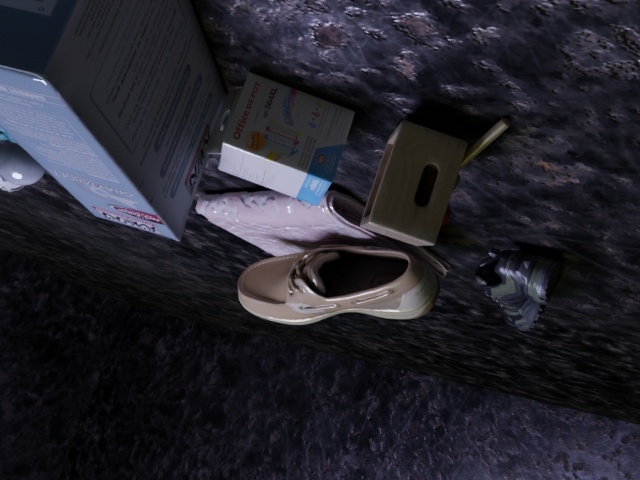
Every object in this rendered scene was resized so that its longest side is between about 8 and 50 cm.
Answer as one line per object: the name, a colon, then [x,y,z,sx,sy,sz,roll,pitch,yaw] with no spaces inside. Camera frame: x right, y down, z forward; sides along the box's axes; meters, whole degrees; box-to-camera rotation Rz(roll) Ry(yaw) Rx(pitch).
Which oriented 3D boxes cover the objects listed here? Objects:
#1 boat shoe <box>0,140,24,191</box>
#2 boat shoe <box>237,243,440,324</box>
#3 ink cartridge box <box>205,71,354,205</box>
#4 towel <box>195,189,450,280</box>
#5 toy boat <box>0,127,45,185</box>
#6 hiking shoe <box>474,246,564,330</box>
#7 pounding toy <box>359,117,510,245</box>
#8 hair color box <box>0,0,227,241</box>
boat shoe: [-0.576,-0.140,1.398,0.084,0.095,0.258,19,176,-18]
boat shoe: [0.006,0.053,1.159,0.341,0.122,0.110,-5,151,28]
ink cartridge box: [-0.049,-0.114,0.852,0.143,0.092,0.090,19,164,-6]
towel: [0.000,0.000,1.271,0.332,0.053,0.317,0,156,46]
toy boat: [-0.382,-0.151,0.923,0.267,0.148,0.318,-7,-179,-14]
hiking shoe: [0.290,0.063,1.137,0.114,0.086,0.227,28,162,16]
pounding toy: [0.115,-0.067,0.799,0.100,0.141,0.130,19,179,-2]
hair color box: [-0.197,-0.151,0.719,0.113,0.185,0.374,15,164,9]
